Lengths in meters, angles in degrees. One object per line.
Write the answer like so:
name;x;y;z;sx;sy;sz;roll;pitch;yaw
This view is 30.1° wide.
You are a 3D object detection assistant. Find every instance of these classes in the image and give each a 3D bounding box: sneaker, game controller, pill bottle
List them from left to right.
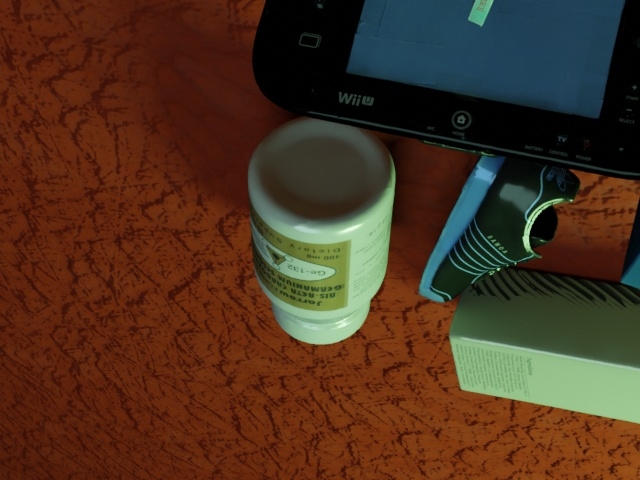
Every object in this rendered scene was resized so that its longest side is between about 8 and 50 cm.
pill bottle;0.000;0.000;1.126;0.131;0.131;0.229;16;148;10
game controller;0.114;-0.141;0.820;0.319;0.166;0.067;12;160;14
sneaker;0.157;-0.001;1.077;0.090;0.081;0.232;27;147;6

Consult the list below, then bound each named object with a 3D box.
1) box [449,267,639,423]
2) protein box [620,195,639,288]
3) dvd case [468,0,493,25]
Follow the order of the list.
box;0.271;0.106;1.156;0.275;0.094;0.113;9;146;19
protein box;0.356;-0.035;0.856;0.201;0.136;0.200;20;148;4
dvd case;0.123;-0.207;0.756;0.013;0.119;0.087;21;149;2
